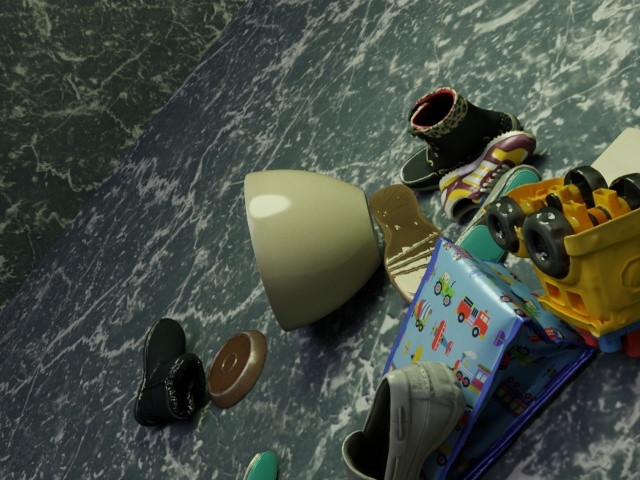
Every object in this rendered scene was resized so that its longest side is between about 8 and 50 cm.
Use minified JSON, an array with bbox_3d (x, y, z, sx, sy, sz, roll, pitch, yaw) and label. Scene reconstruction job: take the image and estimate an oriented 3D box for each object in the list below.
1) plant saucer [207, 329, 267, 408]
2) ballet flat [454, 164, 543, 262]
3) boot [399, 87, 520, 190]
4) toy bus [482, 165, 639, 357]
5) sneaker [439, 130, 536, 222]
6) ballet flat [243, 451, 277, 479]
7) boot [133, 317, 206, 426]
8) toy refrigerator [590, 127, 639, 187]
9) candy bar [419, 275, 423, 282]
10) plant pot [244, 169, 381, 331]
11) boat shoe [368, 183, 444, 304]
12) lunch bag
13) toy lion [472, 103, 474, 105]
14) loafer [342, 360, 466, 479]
[{"bbox_3d":[-0.171,0.246,1.630,0.168,0.029,0.168,-37,33,30],"label":"plant saucer"},{"bbox_3d":[0.261,-0.020,1.255,0.213,0.072,0.068,-54,2,-1],"label":"ballet flat"},{"bbox_3d":[0.187,-0.167,1.371,0.236,0.178,0.085,-25,62,38],"label":"boot"},{"bbox_3d":[0.312,0.033,0.983,0.149,0.211,0.220,-22,17,-12],"label":"toy bus"},{"bbox_3d":[0.270,-0.096,1.313,0.185,0.069,0.084,-38,41,38],"label":"sneaker"},{"bbox_3d":[-0.113,0.421,1.340,0.052,0.057,0.168,-34,34,49],"label":"ballet flat"},{"bbox_3d":[-0.298,0.259,1.716,0.207,0.094,0.247,-28,45,51],"label":"boot"},{"bbox_3d":[0.439,-0.039,0.974,0.102,0.094,0.269,-47,30,-1],"label":"toy refrigerator"},{"bbox_3d":[0.146,0.127,1.224,0.040,0.018,0.162,-113,25,-59],"label":"candy bar"},{"bbox_3d":[0.000,0.000,1.439,0.190,0.284,0.284,-13,39,5],"label":"plant pot"},{"bbox_3d":[0.154,0.019,1.351,0.104,0.089,0.285,-20,40,7],"label":"boat shoe"},{"bbox_3d":[0.178,0.182,1.107,0.293,0.138,0.221,-59,30,14],"label":"lunch bag"},{"bbox_3d":[0.241,-0.212,1.505,0.096,0.034,0.100,-45,30,3],"label":"toy lion"},{"bbox_3d":[0.074,0.278,1.060,0.112,0.111,0.319,-117,40,-52],"label":"loafer"}]
